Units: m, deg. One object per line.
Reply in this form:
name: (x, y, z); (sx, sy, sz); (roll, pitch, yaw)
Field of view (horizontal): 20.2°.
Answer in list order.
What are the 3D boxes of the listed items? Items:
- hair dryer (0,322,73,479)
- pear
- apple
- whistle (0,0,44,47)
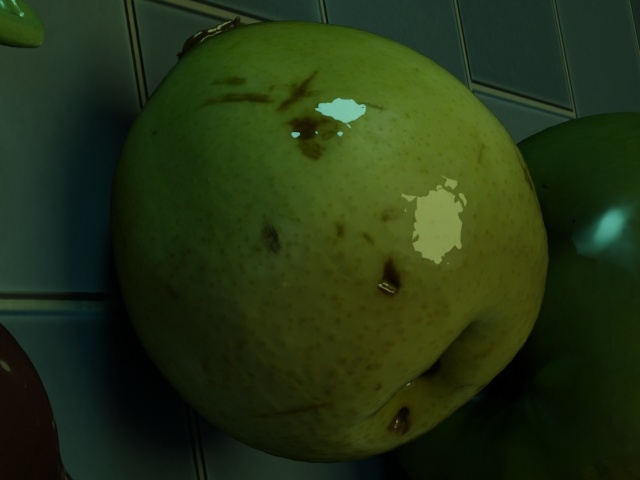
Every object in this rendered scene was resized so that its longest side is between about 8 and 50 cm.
hair dryer: (-0.209, 0.033, 1.085); (0.312, 0.123, 0.340); (58, 20, -53)
pear: (0.000, 0.000, 1.263); (0.309, 0.309, 0.309); (36, 48, -52)
apple: (0.278, 0.108, 1.597); (0.474, 0.474, 0.473); (36, 48, -52)
whistle: (-0.245, -0.157, 1.069); (0.227, 0.085, 0.105); (17, 35, -55)
